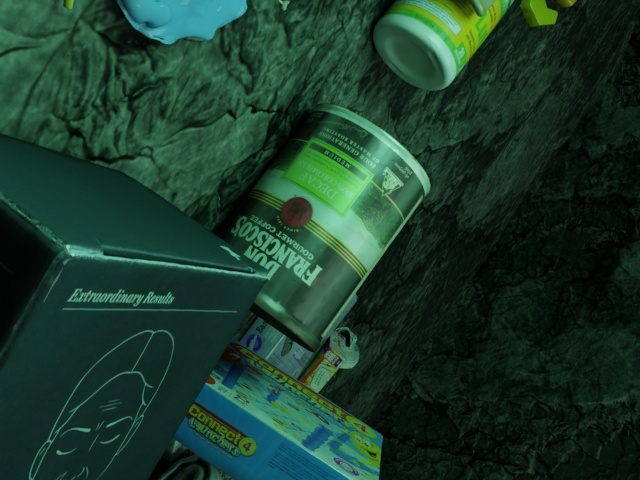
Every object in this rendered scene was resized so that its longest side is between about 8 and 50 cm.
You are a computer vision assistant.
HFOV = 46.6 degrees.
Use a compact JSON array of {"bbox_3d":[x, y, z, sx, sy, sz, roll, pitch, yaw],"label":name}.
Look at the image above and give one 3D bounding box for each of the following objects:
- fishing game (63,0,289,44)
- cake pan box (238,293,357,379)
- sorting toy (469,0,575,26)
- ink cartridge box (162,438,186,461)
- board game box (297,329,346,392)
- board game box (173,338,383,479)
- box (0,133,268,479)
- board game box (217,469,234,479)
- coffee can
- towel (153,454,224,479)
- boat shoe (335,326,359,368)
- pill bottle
[{"bbox_3d":[-0.109,-0.262,0.654,0.264,0.041,0.189,-23,141,-44],"label":"fishing game"},{"bbox_3d":[-0.034,0.156,1.415,0.245,0.070,0.267,-51,159,-10],"label":"cake pan box"},{"bbox_3d":[0.242,-0.414,1.010,0.229,0.041,0.307,-51,120,-21],"label":"sorting toy"},{"bbox_3d":[-0.231,0.312,1.247,0.063,0.029,0.115,-30,146,-51],"label":"ink cartridge box"},{"bbox_3d":[-0.023,0.284,1.547,0.193,0.045,0.147,-51,-175,8],"label":"board game box"},{"bbox_3d":[-0.063,0.271,1.074,0.086,0.308,0.302,-58,175,3],"label":"board game box"},{"bbox_3d":[-0.273,0.130,0.606,0.395,0.212,0.293,-58,160,5],"label":"box"},{"bbox_3d":[-0.247,0.501,1.474,0.243,0.042,0.165,-37,152,-43],"label":"board game box"},{"bbox_3d":[-0.010,-0.017,1.013,0.275,0.202,0.201,-54,160,-10],"label":"coffee can"},{"bbox_3d":[-0.304,0.556,1.282,0.374,0.090,0.320,-38,151,-20],"label":"towel"},{"bbox_3d":[0.048,0.244,1.719,0.081,0.079,0.227,-56,157,9],"label":"boat shoe"},{"bbox_3d":[0.199,-0.352,1.087,0.245,0.136,0.136,-52,160,-14],"label":"pill bottle"}]
